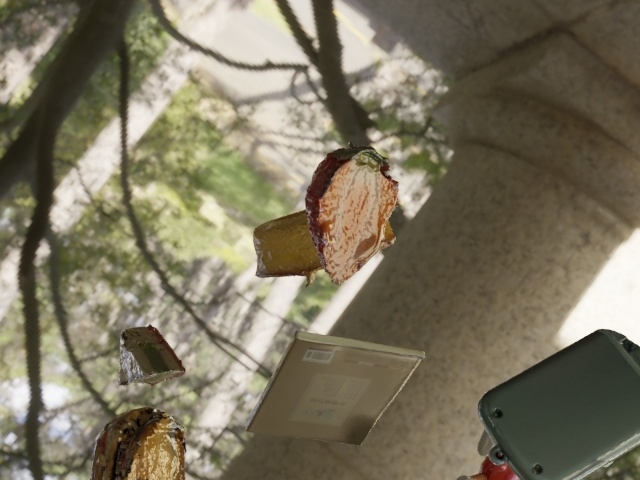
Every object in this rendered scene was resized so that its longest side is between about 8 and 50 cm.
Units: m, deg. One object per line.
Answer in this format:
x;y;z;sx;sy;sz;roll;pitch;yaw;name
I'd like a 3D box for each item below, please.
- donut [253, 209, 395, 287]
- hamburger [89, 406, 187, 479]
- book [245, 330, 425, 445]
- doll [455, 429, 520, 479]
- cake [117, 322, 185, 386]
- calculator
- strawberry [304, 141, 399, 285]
0.001;0.000;1.720;0.253;0.254;0.118;-176;67;-80;donut
-0.273;0.359;1.509;0.107;0.230;0.231;4;162;20;hamburger
0.017;0.254;1.688;0.217;0.021;0.310;10;140;-15;book
0.317;0.385;1.723;0.217;0.183;0.085;18;-167;-41;doll
-0.325;0.251;1.914;0.086;0.116;0.220;-3;-160;-26;cake
0.295;0.194;1.165;0.141;0.246;0.045;55;159;26;calculator
0.033;-0.035;1.298;0.147;0.187;0.082;17;173;-37;strawberry
